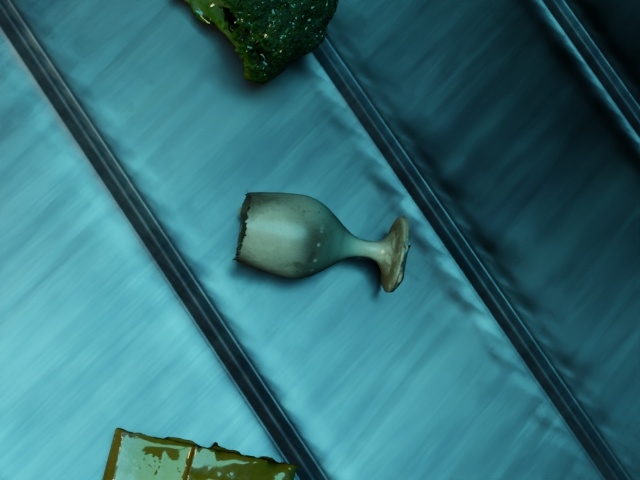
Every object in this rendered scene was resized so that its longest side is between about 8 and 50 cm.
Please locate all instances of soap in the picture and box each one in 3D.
[{"bbox_3d":[-0.183,0.407,1.487,0.259,0.143,0.281,12,81,-5],"label":"soap"}]

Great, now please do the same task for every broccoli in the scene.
[{"bbox_3d":[-0.097,-0.384,1.647,0.269,0.254,0.269,-5,46,5],"label":"broccoli"}]

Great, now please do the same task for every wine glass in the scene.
[{"bbox_3d":[0.000,0.000,1.614,0.241,0.126,0.126,12,76,-11],"label":"wine glass"}]
